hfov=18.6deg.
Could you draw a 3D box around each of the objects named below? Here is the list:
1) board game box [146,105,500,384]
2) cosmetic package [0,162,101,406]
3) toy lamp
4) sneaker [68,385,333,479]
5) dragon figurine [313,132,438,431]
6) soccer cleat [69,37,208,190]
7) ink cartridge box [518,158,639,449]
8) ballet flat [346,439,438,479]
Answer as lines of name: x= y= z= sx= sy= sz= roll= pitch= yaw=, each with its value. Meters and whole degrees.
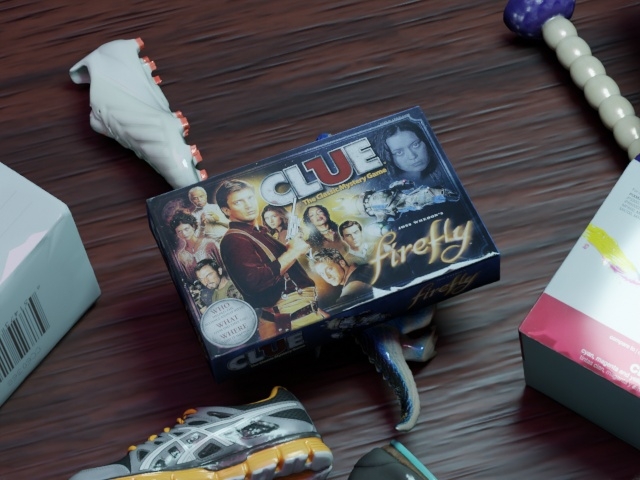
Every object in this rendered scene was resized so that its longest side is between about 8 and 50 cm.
board game box: x=0.000 y=0.000 z=1.571 sx=0.243 sy=0.042 sz=0.165 roll=-20 pitch=57 yaw=-10
cosmetic package: x=-0.402 y=-0.010 z=1.643 sx=0.385 sy=0.156 sz=0.217 roll=31 pitch=67 yaw=20
toy lamp: x=0.257 y=-0.116 z=1.707 sx=0.080 sy=0.080 sz=0.274 roll=-23 pitch=59 yaw=-10
sneaker: x=-0.102 y=0.176 z=1.552 sx=0.215 sy=0.084 sz=0.083 roll=-11 pitch=55 yaw=-14
dragon figurine: x=0.027 y=0.044 z=1.618 sx=0.144 sy=0.085 sz=0.289 roll=2 pitch=58 yaw=6
soccer cleat: x=-0.161 y=-0.102 z=1.740 sx=0.076 sy=0.068 sz=0.196 roll=-26 pitch=52 yaw=-6
ink cartridge box: x=0.258 y=0.054 z=1.556 sx=0.127 sy=0.128 sz=0.176 roll=29 pitch=74 yaw=21
ballet flat: x=0.118 y=0.263 z=1.478 sx=0.280 sy=0.095 sz=0.096 roll=35 pitch=76 yaw=34
